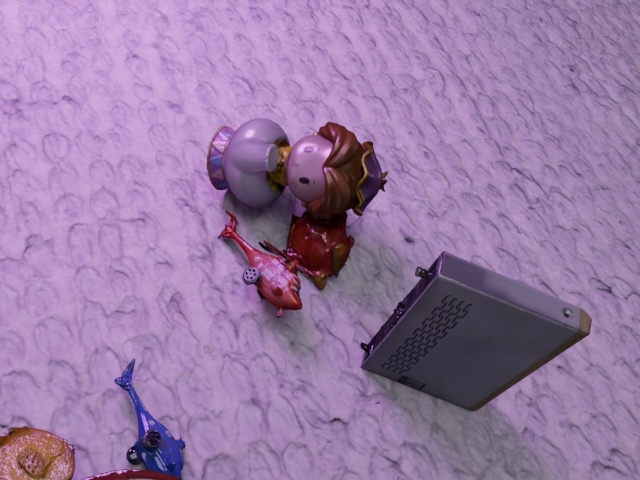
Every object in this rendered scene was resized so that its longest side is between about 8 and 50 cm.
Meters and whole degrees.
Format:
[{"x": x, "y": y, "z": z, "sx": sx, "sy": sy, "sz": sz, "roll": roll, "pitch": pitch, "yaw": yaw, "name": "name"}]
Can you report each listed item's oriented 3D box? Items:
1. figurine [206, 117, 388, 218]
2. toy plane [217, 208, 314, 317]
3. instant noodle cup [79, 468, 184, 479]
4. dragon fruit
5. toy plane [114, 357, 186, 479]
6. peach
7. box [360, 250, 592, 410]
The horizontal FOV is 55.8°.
[{"x": -0.030, "y": -0.108, "z": 0.906, "sx": 0.263, "sy": 0.189, "sz": 0.142, "roll": 9, "pitch": 94, "yaw": 17, "name": "figurine"}, {"x": -0.089, "y": 0.027, "z": 0.861, "sx": 0.194, "sy": 0.126, "sz": 0.077, "roll": 44, "pitch": 83, "yaw": 11, "name": "toy plane"}, {"x": -0.198, "y": 0.377, "z": 0.597, "sx": 0.273, "sy": 0.091, "sz": 0.274, "roll": 8, "pitch": 56, "yaw": -12, "name": "instant noodle cup"}, {"x": -0.001, "y": -0.004, "z": 0.928, "sx": 0.112, "sy": 0.068, "sz": 0.126, "roll": 30, "pitch": 54, "yaw": 6, "name": "dragon fruit"}, {"x": -0.205, "y": 0.224, "z": 0.727, "sx": 0.062, "sy": 0.054, "sz": 0.167, "roll": -9, "pitch": 59, "yaw": -52, "name": "toy plane"}, {"x": -0.320, "y": 0.253, "z": 0.653, "sx": 0.098, "sy": 0.062, "sz": 0.098, "roll": 21, "pitch": 24, "yaw": -10, "name": "peach"}, {"x": 0.177, "y": 0.127, "z": 0.774, "sx": 0.210, "sy": 0.270, "sz": 0.045, "roll": 21, "pitch": 53, "yaw": -2, "name": "box"}]
